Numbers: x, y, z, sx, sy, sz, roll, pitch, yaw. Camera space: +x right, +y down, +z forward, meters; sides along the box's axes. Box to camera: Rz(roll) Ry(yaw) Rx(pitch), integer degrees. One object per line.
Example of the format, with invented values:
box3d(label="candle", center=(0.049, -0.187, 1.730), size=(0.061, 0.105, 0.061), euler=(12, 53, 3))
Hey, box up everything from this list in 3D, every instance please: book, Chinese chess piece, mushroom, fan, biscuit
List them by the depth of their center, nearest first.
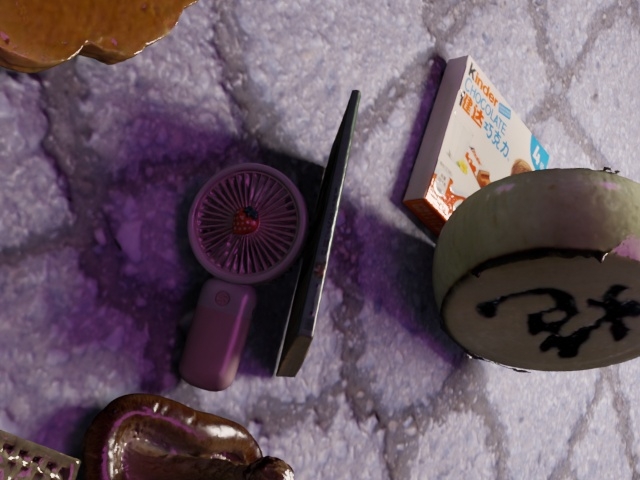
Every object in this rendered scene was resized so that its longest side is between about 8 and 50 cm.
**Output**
box3d(label="mushroom", center=(-0.089, 0.231, 0.866), size=(0.227, 0.217, 0.148), euler=(23, 69, -44))
box3d(label="biscuit", center=(-0.234, -0.313, 0.887), size=(0.269, 0.051, 0.376), euler=(56, 49, -25))
box3d(label="fan", center=(-0.090, 0.040, 0.968), size=(0.074, 0.130, 0.244), euler=(41, 64, -76))
box3d(label="book", center=(0.000, 0.000, 1.025), size=(0.025, 0.215, 0.283), euler=(14, 68, -3))
box3d(label="Chinese chess piece", center=(0.327, 0.054, 1.243), size=(0.349, 0.349, 0.147), euler=(40, 45, -38))

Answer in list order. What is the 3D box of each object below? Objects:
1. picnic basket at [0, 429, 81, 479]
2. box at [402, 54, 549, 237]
box3d(label="picnic basket", center=(-0.305, 0.187, 0.651), size=(0.154, 0.196, 0.134), euler=(39, 59, -37))
box3d(label="box", center=(0.249, -0.098, 1.399), size=(0.273, 0.048, 0.265), euler=(39, 59, -37))
